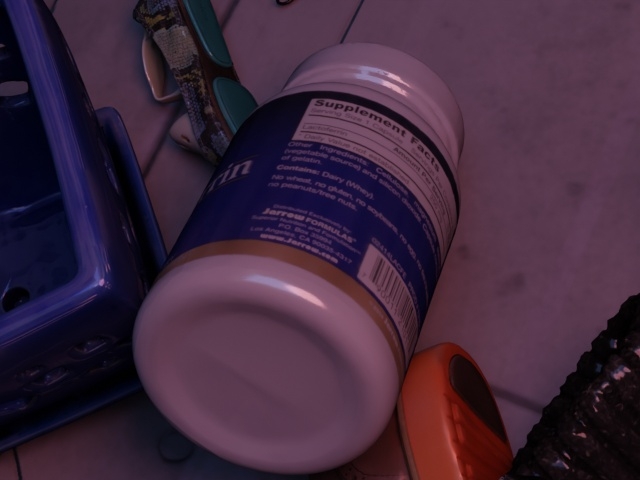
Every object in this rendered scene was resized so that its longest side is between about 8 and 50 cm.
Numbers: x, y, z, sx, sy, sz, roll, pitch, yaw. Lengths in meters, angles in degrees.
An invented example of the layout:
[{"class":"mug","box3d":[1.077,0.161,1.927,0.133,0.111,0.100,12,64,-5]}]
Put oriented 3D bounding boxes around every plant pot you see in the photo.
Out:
[{"class":"plant pot","box3d":[-0.219,0.010,1.094,0.236,0.212,0.236,-24,65,7]}]

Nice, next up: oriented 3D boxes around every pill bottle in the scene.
[{"class":"pill bottle","box3d":[0.000,0.000,1.050,0.153,0.153,0.264,8,39,14]}]

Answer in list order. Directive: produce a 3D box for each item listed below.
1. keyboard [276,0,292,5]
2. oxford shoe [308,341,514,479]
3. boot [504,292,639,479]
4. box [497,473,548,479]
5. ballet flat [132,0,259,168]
[{"class":"keyboard","box3d":[0.007,-0.238,1.260,0.192,0.038,0.100,-24,65,1]},{"class":"oxford shoe","box3d":[0.059,0.246,1.014,0.133,0.130,0.363,-20,58,22]},{"class":"boot","box3d":[0.192,0.224,0.935,0.260,0.131,0.348,33,65,-5]},{"class":"box","box3d":[0.116,0.227,0.854,0.147,0.077,0.180,31,93,22]},{"class":"ballet flat","box3d":[-0.082,-0.100,1.213,0.070,0.070,0.188,-22,63,1]}]
